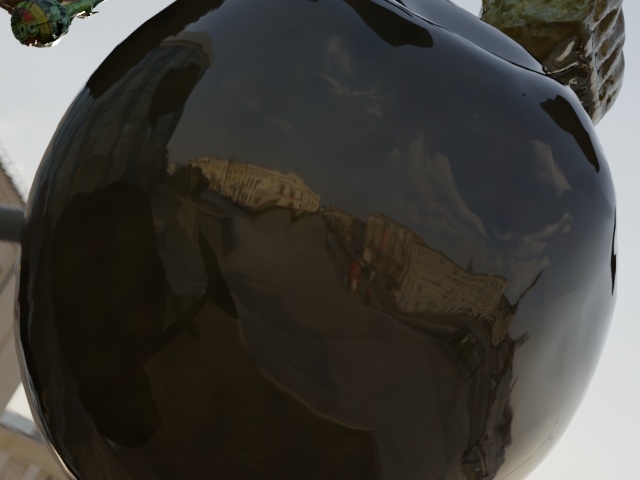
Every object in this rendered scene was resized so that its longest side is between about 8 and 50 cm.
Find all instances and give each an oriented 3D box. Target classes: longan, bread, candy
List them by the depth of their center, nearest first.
[{"bbox_3d":[-0.110,-0.112,0.484,0.023,0.083,0.025,45,-40,8],"label":"candy"},{"bbox_3d":[0.000,0.000,0.505,0.288,0.350,0.288,3,-58,5],"label":"longan"},{"bbox_3d":[0.251,-0.204,1.097,0.152,0.130,0.267,-22,-27,7],"label":"bread"}]

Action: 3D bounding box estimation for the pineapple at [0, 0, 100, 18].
[{"bbox_3d":[-0.250,-0.354,0.809,0.352,0.300,0.352,37,-2,1],"label":"pineapple"}]
